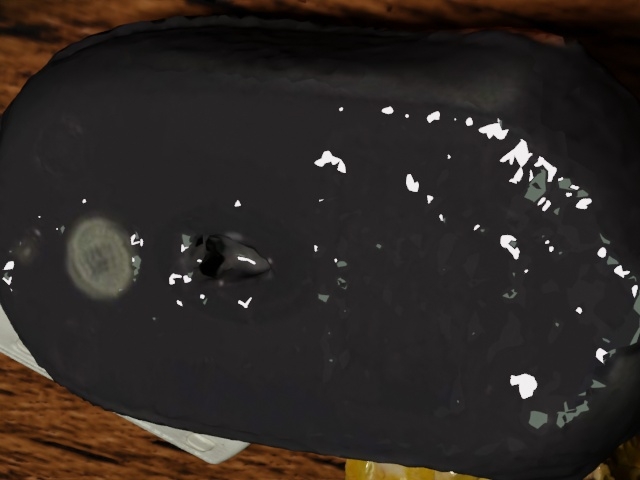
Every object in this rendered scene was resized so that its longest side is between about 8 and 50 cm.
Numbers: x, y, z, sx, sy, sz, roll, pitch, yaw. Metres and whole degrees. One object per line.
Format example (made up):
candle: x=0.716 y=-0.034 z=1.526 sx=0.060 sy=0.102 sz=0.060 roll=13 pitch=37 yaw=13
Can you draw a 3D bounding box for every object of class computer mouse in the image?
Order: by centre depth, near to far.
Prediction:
computer mouse: x=0.002 y=-0.002 z=0.610 sx=0.323 sy=0.116 sz=0.183 roll=7 pitch=113 yaw=28

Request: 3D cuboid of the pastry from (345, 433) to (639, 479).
pastry: x=0.110 y=0.122 z=0.734 sx=0.154 sy=0.102 sz=0.250 roll=-12 pitch=133 yaw=40

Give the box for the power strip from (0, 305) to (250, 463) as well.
power strip: x=-0.128 y=0.048 z=0.778 sx=0.252 sy=0.027 sz=0.060 roll=31 pitch=133 yaw=-16
